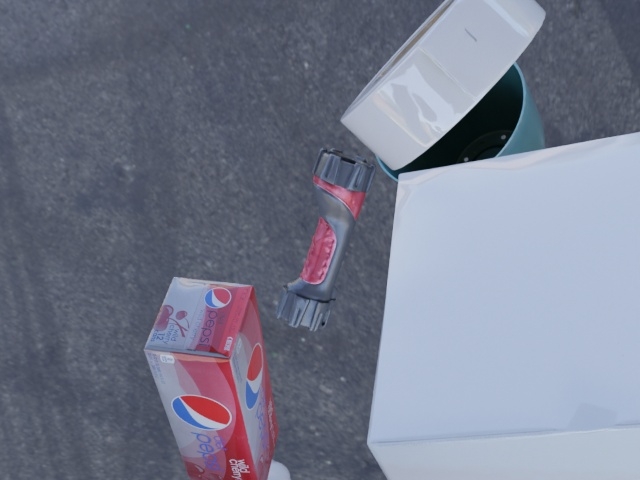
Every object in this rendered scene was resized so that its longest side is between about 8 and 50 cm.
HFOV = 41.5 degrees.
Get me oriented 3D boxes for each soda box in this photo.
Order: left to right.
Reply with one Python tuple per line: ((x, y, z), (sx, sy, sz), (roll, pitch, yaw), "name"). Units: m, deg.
((-0.101, 0.158, 0.855), (0.083, 0.263, 0.092), (5, 47, 10), "soda box")

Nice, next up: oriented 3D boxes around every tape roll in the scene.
((0.155, -0.227, 1.102), (0.100, 0.286, 0.286), (43, 83, -8), "tape roll")

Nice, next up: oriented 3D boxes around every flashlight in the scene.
((0.000, 0.000, 1.428), (0.103, 0.103, 0.304), (26, 104, 23), "flashlight")

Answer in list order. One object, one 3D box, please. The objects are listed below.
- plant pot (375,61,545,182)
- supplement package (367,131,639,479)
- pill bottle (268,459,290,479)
((0.278, -0.179, 1.564), (0.292, 0.235, 0.293), (-15, 60, 28), "plant pot")
((0.167, 0.103, 0.503), (0.199, 0.263, 0.198), (-9, 42, 19), "supplement package")
((-0.118, 0.459, 1.395), (0.146, 0.146, 0.264), (-6, 77, 11), "pill bottle")
